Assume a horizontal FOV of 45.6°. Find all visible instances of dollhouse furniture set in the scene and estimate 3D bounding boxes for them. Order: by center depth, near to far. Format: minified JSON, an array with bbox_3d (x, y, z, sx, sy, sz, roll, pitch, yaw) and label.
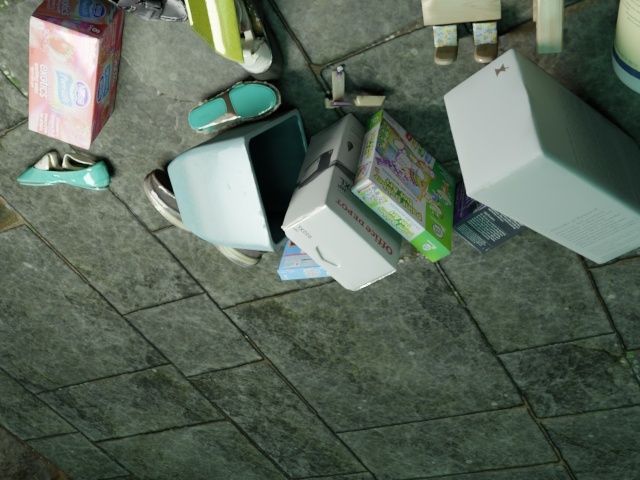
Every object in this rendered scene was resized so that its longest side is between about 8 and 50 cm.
[{"bbox_3d":[0.298,-0.411,1.337,0.242,0.161,0.212,-1,134,16],"label":"dollhouse furniture set"},{"bbox_3d":[0.072,-0.321,1.598,0.115,0.091,0.081,-2,95,-13],"label":"dollhouse furniture set"}]

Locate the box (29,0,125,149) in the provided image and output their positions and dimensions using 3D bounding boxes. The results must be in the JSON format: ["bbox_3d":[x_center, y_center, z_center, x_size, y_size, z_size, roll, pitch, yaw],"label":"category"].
[{"bbox_3d":[-0.518,-0.364,1.612,0.142,0.154,0.299,19,135,-4],"label":"box"}]

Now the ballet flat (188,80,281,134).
[{"bbox_3d":[-0.179,-0.292,1.650,0.241,0.077,0.091,-9,97,28],"label":"ballet flat"}]

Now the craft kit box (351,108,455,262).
[{"bbox_3d":[0.182,-0.118,1.601,0.250,0.246,0.061,39,132,-23],"label":"craft kit box"}]

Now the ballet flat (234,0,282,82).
[{"bbox_3d":[-0.152,-0.413,1.504,0.095,0.096,0.280,-4,133,19],"label":"ballet flat"}]

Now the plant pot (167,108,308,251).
[{"bbox_3d":[-0.180,-0.128,1.664,0.253,0.247,0.247,-2,111,28],"label":"plant pot"}]

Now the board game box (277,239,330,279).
[{"bbox_3d":[0.000,0.000,1.791,0.160,0.211,0.039,-6,133,20],"label":"board game box"}]

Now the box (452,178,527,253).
[{"bbox_3d":[0.394,-0.094,1.635,0.108,0.153,0.207,37,131,-20],"label":"box"}]

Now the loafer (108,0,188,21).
[{"bbox_3d":[-0.397,-0.496,1.488,0.303,0.095,0.109,24,135,-9],"label":"loafer"}]

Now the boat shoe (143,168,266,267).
[{"bbox_3d":[-0.263,-0.078,1.866,0.355,0.132,0.130,35,113,-25],"label":"boat shoe"}]

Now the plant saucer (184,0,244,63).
[{"bbox_3d":[-0.214,-0.443,1.430,0.045,0.188,0.188,-23,133,-18],"label":"plant saucer"}]

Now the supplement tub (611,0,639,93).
[{"bbox_3d":[0.603,-0.407,1.205,0.236,0.235,0.324,3,135,13],"label":"supplement tub"}]

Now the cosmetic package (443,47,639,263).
[{"bbox_3d":[0.447,-0.138,1.417,0.453,0.230,0.162,22,140,-39],"label":"cosmetic package"}]

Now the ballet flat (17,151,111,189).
[{"bbox_3d":[-0.639,-0.179,1.894,0.248,0.083,0.087,4,111,11],"label":"ballet flat"}]

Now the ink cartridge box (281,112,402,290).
[{"bbox_3d":[0.067,-0.084,1.620,0.129,0.307,0.223,-28,122,36],"label":"ink cartridge box"}]
